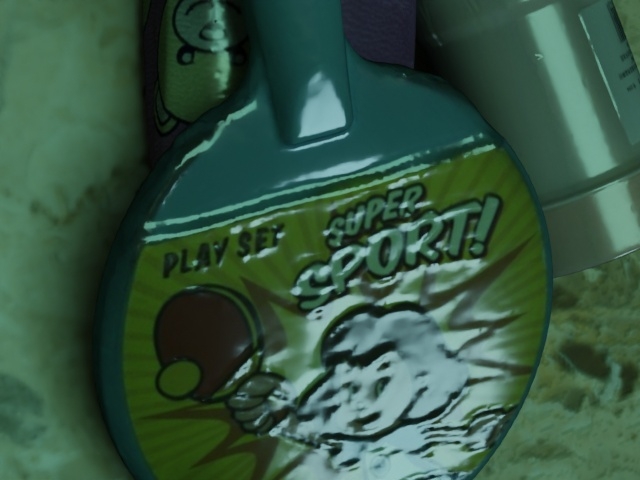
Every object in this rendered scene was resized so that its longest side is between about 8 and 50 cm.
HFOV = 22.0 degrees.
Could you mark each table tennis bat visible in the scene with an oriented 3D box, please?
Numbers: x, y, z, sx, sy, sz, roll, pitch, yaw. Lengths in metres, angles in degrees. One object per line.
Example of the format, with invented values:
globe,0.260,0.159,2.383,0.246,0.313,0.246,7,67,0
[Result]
table tennis bat,0.000,0.000,0.709,0.215,0.044,0.329,-15,118,-16

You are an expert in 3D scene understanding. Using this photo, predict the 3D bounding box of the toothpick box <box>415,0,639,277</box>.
toothpick box,0.109,-0.066,0.792,0.098,0.098,0.149,-25,99,-24

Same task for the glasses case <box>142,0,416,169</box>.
glasses case,-0.018,-0.151,0.745,0.123,0.076,0.316,-1,91,-24
